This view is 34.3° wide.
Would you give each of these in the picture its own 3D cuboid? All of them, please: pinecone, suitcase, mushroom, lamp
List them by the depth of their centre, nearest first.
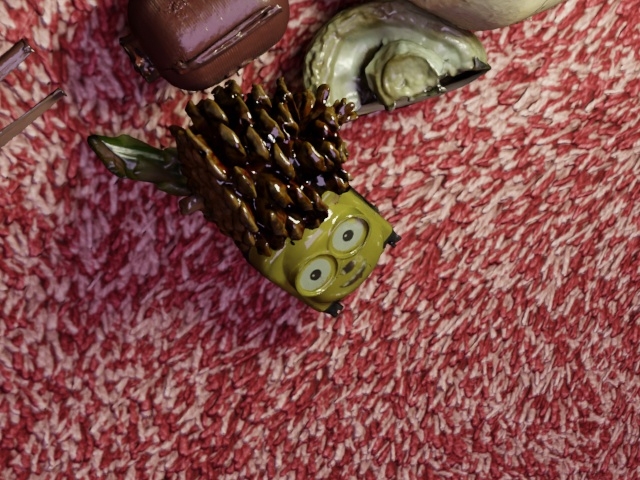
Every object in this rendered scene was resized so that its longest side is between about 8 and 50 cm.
[{"bbox_3d":[-0.143,-0.303,1.384,0.258,0.180,0.180,-34,124,-3],"label":"lamp"},{"bbox_3d":[-0.071,-0.100,1.403,0.257,0.243,0.243,-5,118,-4],"label":"pinecone"},{"bbox_3d":[0.100,-0.270,1.519,0.267,0.189,0.164,-19,96,18],"label":"mushroom"},{"bbox_3d":[0.000,0.000,1.610,0.194,0.143,0.235,-49,137,5],"label":"suitcase"}]

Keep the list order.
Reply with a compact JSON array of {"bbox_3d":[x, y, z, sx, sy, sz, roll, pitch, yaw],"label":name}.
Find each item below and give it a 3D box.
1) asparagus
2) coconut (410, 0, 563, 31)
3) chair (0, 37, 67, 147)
[{"bbox_3d":[-0.201,-0.101,1.526,0.287,0.080,0.080,5,113,-27],"label":"asparagus"},{"bbox_3d":[0.246,-0.474,1.387,0.360,0.346,0.346,-30,126,-33],"label":"coconut"},{"bbox_3d":[-0.507,-0.154,1.294,0.326,0.183,0.175,-44,124,0],"label":"chair"}]
